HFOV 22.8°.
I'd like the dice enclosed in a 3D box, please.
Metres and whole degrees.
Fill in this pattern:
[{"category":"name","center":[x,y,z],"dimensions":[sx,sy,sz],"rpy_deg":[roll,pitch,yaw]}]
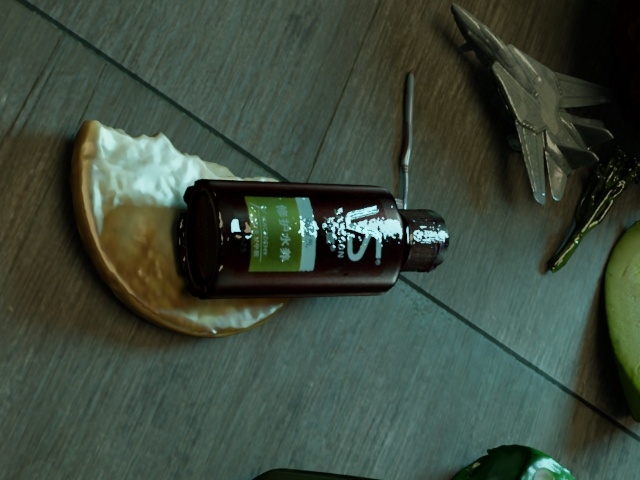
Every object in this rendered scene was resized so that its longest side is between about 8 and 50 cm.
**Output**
[{"category":"dice","center":[0.220,0.316,1.808],"dimensions":[0.120,0.128,0.131],"rpy_deg":[43,59,-21]}]

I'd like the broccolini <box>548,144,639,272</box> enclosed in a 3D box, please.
[{"category":"broccolini","center":[0.338,-0.044,2.012],"dimensions":[0.058,0.074,0.201],"rpy_deg":[37,68,19]}]

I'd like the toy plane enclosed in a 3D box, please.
[{"category":"toy plane","center":[0.239,-0.187,1.959],"dimensions":[0.267,0.088,0.212],"rpy_deg":[43,58,-11]}]

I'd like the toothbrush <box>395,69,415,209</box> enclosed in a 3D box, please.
[{"category":"toothbrush","center":[0.101,-0.113,1.885],"dimensions":[0.019,0.013,0.193],"rpy_deg":[13,74,-23]}]

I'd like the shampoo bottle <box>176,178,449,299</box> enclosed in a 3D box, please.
[{"category":"shampoo bottle","center":[0.000,0.000,1.708],"dimensions":[0.323,0.084,0.129],"rpy_deg":[2,82,-39]}]

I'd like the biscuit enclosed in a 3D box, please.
[{"category":"biscuit","center":[-0.136,0.000,1.678],"dimensions":[0.309,0.040,0.205],"rpy_deg":[17,70,-35]}]

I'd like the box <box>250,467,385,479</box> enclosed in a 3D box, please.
[{"category":"box","center":[-0.035,0.400,1.557],"dimensions":[0.329,0.252,0.178],"rpy_deg":[-51,122,-30]}]

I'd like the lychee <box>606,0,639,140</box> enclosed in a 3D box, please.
[{"category":"lychee","center":[0.572,-0.248,2.009],"dimensions":[0.424,0.500,0.425],"rpy_deg":[0,88,6]}]

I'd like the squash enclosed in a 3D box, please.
[{"category":"squash","center":[0.406,0.097,1.993],"dimensions":[0.169,0.093,0.252],"rpy_deg":[1,77,-80]}]
